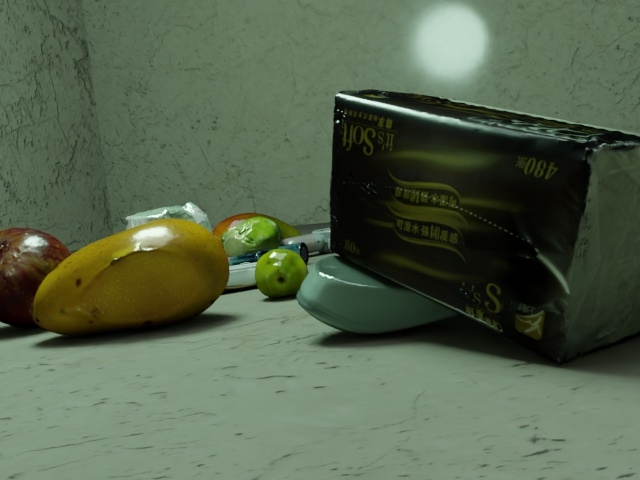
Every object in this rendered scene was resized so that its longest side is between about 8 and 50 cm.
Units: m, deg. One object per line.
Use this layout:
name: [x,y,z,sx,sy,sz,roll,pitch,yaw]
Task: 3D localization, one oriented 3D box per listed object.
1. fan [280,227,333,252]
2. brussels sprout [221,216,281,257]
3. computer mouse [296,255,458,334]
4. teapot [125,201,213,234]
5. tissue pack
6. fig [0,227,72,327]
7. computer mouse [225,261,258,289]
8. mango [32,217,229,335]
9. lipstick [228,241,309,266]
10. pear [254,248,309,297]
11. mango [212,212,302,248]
fan: [0.000,0.000,1.969,0.244,0.074,0.130,-11,6,-38]
brussels sprout: [-0.167,0.006,1.870,0.155,0.117,0.155,-28,-1,0]
computer mouse: [0.087,0.067,0.887,0.231,0.079,0.128,2,19,3]
teapot: [-0.323,0.016,1.531,0.163,0.178,0.222,-10,6,-34]
tissue pack: [0.181,-0.044,0.804,0.198,0.209,0.370,-12,22,-33]
fig: [-0.475,0.080,1.252,0.175,0.207,0.175,-18,42,17]
computer mouse: [-0.167,0.072,1.437,0.199,0.044,0.102,-9,4,-28]
mango: [-0.283,0.060,1.114,0.291,0.159,0.191,-17,13,-11]
lipstick: [-0.143,0.048,1.781,0.234,0.053,0.053,-10,3,23]
pear: [-0.068,0.054,1.261,0.092,0.092,0.097,-7,5,-13]
mango: [-0.183,-0.014,2.132,0.146,0.129,0.289,-6,-5,38]
